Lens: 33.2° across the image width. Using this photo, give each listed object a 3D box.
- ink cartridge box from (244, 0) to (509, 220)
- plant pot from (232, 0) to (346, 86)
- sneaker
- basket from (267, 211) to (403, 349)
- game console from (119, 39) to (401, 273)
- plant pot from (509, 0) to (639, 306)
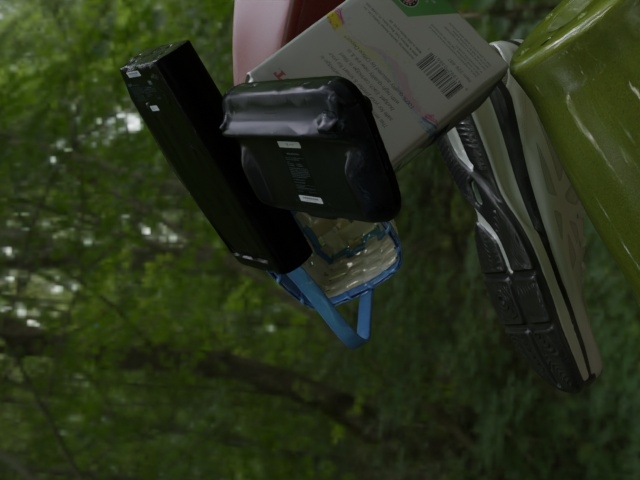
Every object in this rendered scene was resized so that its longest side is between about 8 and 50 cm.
[{"bbox_3d":[0.049,-0.147,1.044,0.212,0.154,0.093,-40,-7,-21],"label":"ink cartridge box"},{"bbox_3d":[-0.007,-0.337,1.841,0.267,0.267,0.235,19,-92,-30],"label":"plant pot"},{"bbox_3d":[0.320,-0.051,1.334,0.169,0.258,0.447,163,87,-77],"label":"sneaker"},{"bbox_3d":[0.000,0.000,1.557,0.254,0.201,0.289,53,-162,-15],"label":"basket"},{"bbox_3d":[-0.043,-0.060,0.843,0.044,0.361,0.213,-38,-68,-20],"label":"game console"},{"bbox_3d":[0.384,-0.119,1.053,0.353,0.366,0.366,47,-139,-9],"label":"plant pot"}]
